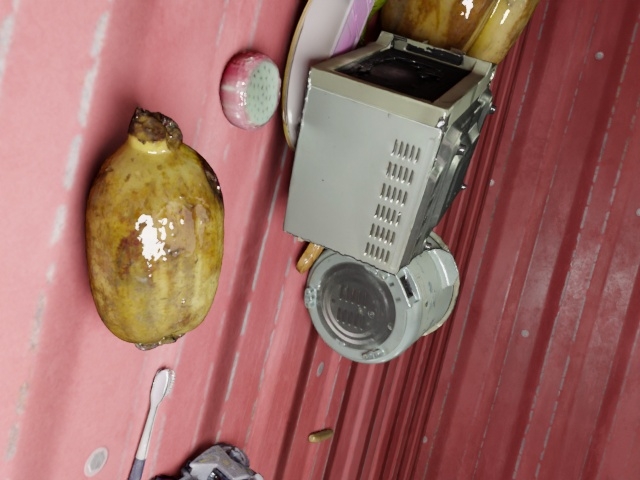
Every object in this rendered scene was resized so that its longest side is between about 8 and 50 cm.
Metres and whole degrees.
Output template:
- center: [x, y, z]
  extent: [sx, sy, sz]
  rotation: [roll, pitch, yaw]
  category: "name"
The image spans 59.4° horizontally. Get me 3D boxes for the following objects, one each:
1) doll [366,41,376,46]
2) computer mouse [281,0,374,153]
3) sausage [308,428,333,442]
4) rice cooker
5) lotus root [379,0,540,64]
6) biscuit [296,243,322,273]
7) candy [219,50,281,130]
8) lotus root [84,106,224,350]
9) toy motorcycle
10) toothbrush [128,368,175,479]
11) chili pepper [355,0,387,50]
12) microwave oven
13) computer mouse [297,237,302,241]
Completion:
- center: [0.063, -0.287, 0.999]
  extent: [0.163, 0.062, 0.106]
  rotation: [-57, 180, -31]
  category: "doll"
- center: [0.004, -0.283, 0.845]
  extent: [0.158, 0.071, 0.311]
  rotation: [38, 73, -79]
  category: "computer mouse"
- center: [0.002, 0.479, 1.372]
  extent: [0.132, 0.024, 0.024]
  rotation: [28, 78, -66]
  category: "sausage"
- center: [0.130, 0.095, 1.135]
  extent: [0.316, 0.316, 0.264]
  rotation: [-18, 81, -62]
  category: "rice cooker"
- center: [0.259, -0.424, 1.080]
  extent: [0.316, 0.316, 0.250]
  rotation: [-40, 151, -52]
  category: "lotus root"
- center: [0.001, 0.001, 1.040]
  extent: [0.140, 0.023, 0.118]
  rotation: [-59, 175, 3]
  category: "biscuit"
- center: [-0.092, -0.198, 0.746]
  extent: [0.103, 0.043, 0.103]
  rotation: [14, 90, -69]
  category: "candy"
- center: [-0.172, -0.008, 0.585]
  extent: [0.145, 0.128, 0.260]
  rotation: [-22, 123, -49]
  category: "lotus root"
- center: [-0.161, 0.376, 0.839]
  extent: [0.080, 0.122, 0.215]
  rotation: [-63, 158, 11]
  category: "toy motorcycle"
- center: [-0.244, 0.308, 0.743]
  extent: [0.026, 0.024, 0.288]
  rotation: [29, 76, -80]
  category: "toothbrush"
- center: [0.086, -0.420, 0.969]
  extent: [0.204, 0.073, 0.072]
  rotation: [-63, 169, -2]
  category: "chili pepper"
- center: [0.130, -0.149, 0.883]
  extent: [0.355, 0.218, 0.287]
  rotation: [-44, 151, -54]
  category: "microwave oven"
- center: [-0.004, -0.080, 1.003]
  extent: [0.199, 0.044, 0.102]
  rotation: [-53, 150, -42]
  category: "computer mouse"
